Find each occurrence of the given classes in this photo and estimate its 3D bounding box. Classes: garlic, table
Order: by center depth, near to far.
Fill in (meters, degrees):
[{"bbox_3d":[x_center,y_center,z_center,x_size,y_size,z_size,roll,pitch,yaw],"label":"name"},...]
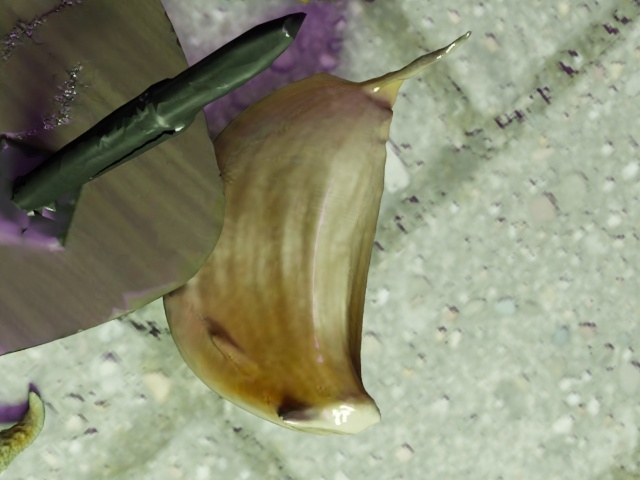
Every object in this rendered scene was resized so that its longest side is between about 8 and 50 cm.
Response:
[{"bbox_3d":[-0.183,-0.089,0.592,0.317,0.249,0.317,4,76,-15],"label":"table"},{"bbox_3d":[-0.004,-0.010,0.769,0.090,0.129,0.198,30,75,-49],"label":"garlic"}]

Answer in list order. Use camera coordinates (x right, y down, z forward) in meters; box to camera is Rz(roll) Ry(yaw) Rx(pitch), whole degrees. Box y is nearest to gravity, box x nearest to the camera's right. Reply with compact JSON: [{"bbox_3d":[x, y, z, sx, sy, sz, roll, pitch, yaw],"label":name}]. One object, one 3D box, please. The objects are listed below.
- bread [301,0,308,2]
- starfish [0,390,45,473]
[{"bbox_3d":[-0.018,-0.242,0.737,0.160,0.147,0.260,10,91,-15],"label":"bread"},{"bbox_3d":[-0.218,0.137,0.742,0.223,0.050,0.217,-38,84,-29],"label":"starfish"}]
